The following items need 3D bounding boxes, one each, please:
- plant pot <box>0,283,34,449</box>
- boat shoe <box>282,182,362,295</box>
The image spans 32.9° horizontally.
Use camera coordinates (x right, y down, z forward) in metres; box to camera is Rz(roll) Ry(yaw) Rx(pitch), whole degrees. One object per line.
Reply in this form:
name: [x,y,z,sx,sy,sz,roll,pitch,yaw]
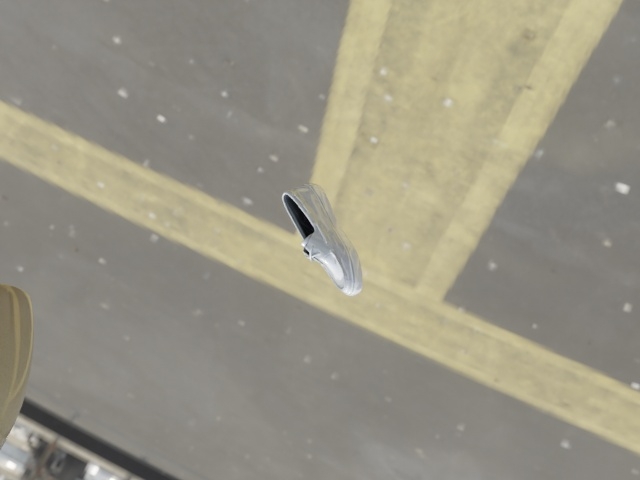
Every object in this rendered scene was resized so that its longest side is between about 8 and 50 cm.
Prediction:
plant pot: [-0.470,0.185,1.286,0.284,0.191,0.284,-15,165,-4]
boat shoe: [0.000,0.000,1.555,0.066,0.063,0.184,-45,64,56]
